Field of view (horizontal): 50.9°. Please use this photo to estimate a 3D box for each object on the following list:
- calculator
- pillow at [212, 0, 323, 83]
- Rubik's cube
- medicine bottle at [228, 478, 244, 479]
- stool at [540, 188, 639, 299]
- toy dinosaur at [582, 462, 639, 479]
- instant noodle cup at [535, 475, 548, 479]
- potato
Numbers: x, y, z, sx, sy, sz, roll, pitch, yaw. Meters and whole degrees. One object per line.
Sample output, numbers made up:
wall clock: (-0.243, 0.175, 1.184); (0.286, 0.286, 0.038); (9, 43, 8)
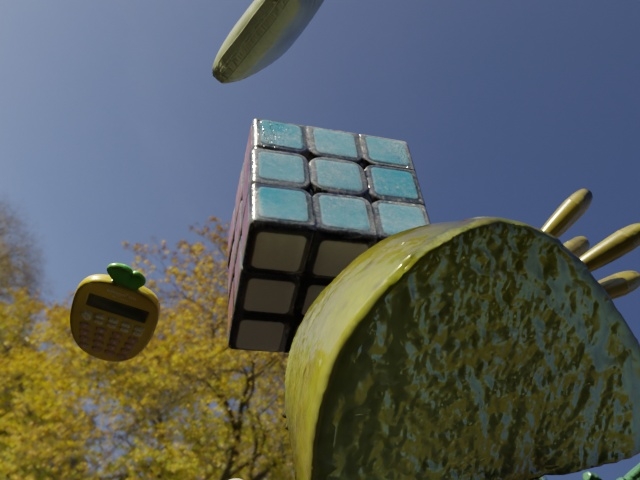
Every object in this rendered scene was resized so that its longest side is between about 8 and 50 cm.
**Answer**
calculator: (-0.353, 0.126, 1.157); (0.146, 0.032, 0.235); (20, -55, -12)
pillow: (-0.115, -0.518, 1.615); (0.120, 0.255, 0.322); (46, -50, -3)
Rubik's cube: (0.000, 0.000, 1.197); (0.301, 0.305, 0.304); (6, -47, -12)
medicine bottle: (-0.096, 0.533, 1.186); (0.250, 0.131, 0.131); (23, -47, 45)
stool: (0.300, 0.020, 0.782); (0.134, 0.110, 0.135); (60, -12, 1)
toy dinosaur: (0.489, 0.444, 1.159); (0.120, 0.079, 0.292); (22, -70, -2)
instant noodle cup: (0.224, 0.431, 1.202); (0.308, 0.294, 0.294); (47, -39, -9)
potato: (0.093, 0.077, 0.612); (0.280, 0.330, 0.212); (-168, -104, -66)
